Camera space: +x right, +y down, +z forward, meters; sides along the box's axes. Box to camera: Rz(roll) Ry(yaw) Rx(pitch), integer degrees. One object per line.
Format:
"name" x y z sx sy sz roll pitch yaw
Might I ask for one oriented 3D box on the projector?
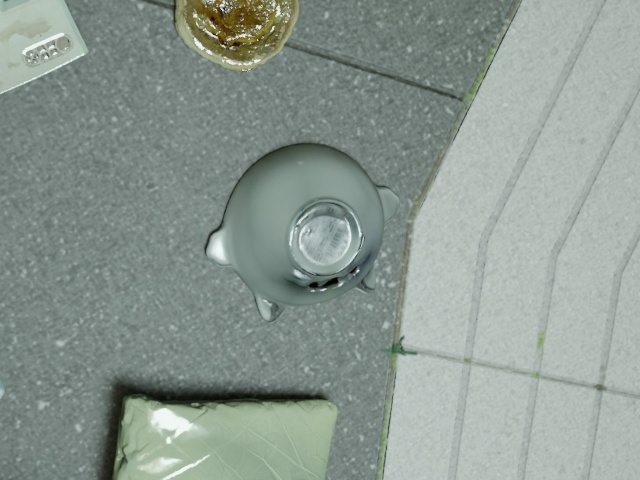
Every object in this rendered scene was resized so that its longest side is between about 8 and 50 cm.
"projector" -0.335 -0.218 1.029 0.147 0.061 0.115 -27 110 -12

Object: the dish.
"dish" 0.000 0.000 1.179 0.236 0.086 0.228 -38 111 -8

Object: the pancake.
"pancake" -0.093 -0.268 1.122 0.152 0.025 0.151 -4 101 -19

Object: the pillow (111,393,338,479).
"pillow" -0.128 0.318 1.212 0.281 0.076 0.274 6 102 -26

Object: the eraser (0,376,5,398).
"eraser" -0.482 0.182 1.007 0.290 0.189 0.104 -43 156 -6
